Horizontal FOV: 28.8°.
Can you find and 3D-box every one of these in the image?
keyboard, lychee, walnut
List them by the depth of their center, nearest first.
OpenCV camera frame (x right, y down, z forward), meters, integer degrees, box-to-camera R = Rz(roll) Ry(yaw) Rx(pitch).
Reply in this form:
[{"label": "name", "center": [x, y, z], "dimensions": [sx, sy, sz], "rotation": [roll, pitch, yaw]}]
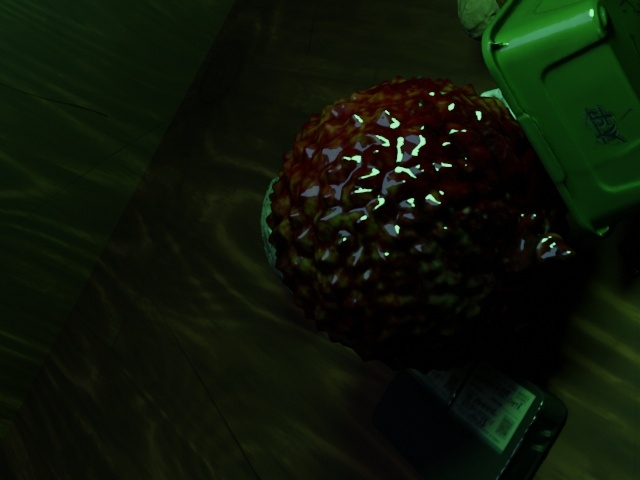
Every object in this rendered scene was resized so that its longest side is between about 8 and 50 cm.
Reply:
[{"label": "keyboard", "center": [0.474, -0.033, 1.658], "dimensions": [0.195, 0.018, 0.060], "rotation": [-48, 32, 29]}, {"label": "lychee", "center": [0.155, -0.020, 1.738], "dimensions": [0.500, 0.424, 0.424], "rotation": [15, 78, 41]}, {"label": "walnut", "center": [0.326, -0.429, 2.143], "dimensions": [0.230, 0.178, 0.178], "rotation": [-46, 30, 39]}]

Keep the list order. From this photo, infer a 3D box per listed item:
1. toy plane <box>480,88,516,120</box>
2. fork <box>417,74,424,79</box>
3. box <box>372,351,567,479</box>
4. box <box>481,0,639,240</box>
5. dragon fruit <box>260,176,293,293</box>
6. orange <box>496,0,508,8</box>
[{"label": "toy plane", "center": [0.295, -0.129, 1.962], "dimensions": [0.252, 0.118, 0.252], "rotation": [-20, 66, 58]}, {"label": "fork", "center": [0.220, -0.283, 2.350], "dimensions": [0.039, 0.021, 0.235], "rotation": [-55, 27, 7]}, {"label": "box", "center": [0.208, 0.255, 1.822], "dimensions": [0.211, 0.058, 0.350], "rotation": [-58, 26, 4]}, {"label": "box", "center": [0.379, -0.196, 1.619], "dimensions": [0.178, 0.328, 0.253], "rotation": [-17, 24, 38]}, {"label": "dragon fruit", "center": [0.000, 0.000, 2.265], "dimensions": [0.283, 0.221, 0.204], "rotation": [-27, 37, 46]}, {"label": "orange", "center": [0.403, -0.453, 1.857], "dimensions": [0.357, 0.322, 0.322], "rotation": [-42, 32, 46]}]
